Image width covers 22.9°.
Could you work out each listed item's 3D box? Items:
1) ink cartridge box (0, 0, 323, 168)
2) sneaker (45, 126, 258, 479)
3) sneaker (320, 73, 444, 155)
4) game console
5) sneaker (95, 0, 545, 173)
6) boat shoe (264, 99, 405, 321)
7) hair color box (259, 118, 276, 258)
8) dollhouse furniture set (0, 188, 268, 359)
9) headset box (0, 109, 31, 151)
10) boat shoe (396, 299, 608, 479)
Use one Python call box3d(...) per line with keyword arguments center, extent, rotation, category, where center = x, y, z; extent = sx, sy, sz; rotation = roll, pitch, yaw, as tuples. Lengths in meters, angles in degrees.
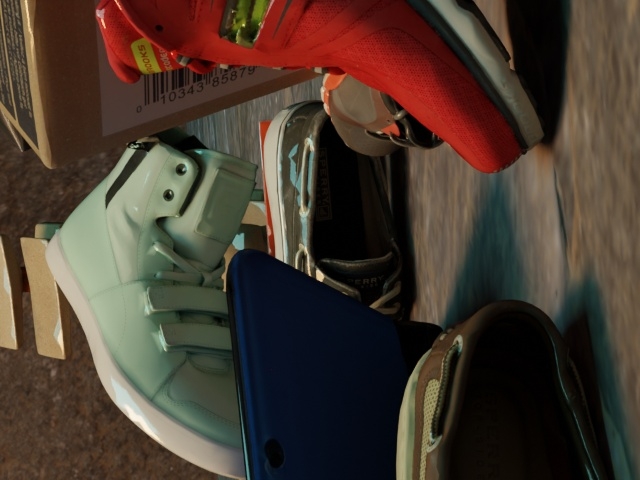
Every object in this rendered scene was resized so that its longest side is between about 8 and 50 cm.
box3d(center=(-0.057, -0.164, 0.794), extent=(0.088, 0.234, 0.193), rotation=(49, 150, 36), category="ink cartridge box")
box3d(center=(-0.080, 0.027, 1.017), extent=(0.151, 0.094, 0.256), rotation=(-54, 52, 20), category="sneaker")
box3d(center=(0.039, -0.071, 0.828), extent=(0.158, 0.061, 0.065), rotation=(104, 154, -68), category="sneaker")
box3d(center=(-0.007, 0.187, 0.809), extent=(0.250, 0.173, 0.293), rotation=(-43, 47, 52), category="game console")
box3d(center=(-0.035, -0.105, 0.652), extent=(0.118, 0.279, 0.107), rotation=(-54, 6, 4), category="sneaker")
box3d(center=(0.013, 0.023, 0.972), extent=(0.070, 0.077, 0.219), rotation=(11, 114, 65), category="boat shoe")
box3d(center=(0.000, 0.000, 1.062), extent=(0.093, 0.053, 0.167), rotation=(-19, -76, -75), category="hair color box")
box3d(center=(-0.095, 0.045, 1.235), extent=(0.259, 0.262, 0.135), rotation=(4, 102, 50), category="dollhouse furniture set")
box3d(center=(-0.081, -0.212, 0.907), extent=(0.110, 0.293, 0.218), rotation=(42, 147, 34), category="headset box")
box3d(center=(0.072, 0.141, 0.579), extent=(0.095, 0.095, 0.257), rotation=(110, 155, -58), category="boat shoe")
